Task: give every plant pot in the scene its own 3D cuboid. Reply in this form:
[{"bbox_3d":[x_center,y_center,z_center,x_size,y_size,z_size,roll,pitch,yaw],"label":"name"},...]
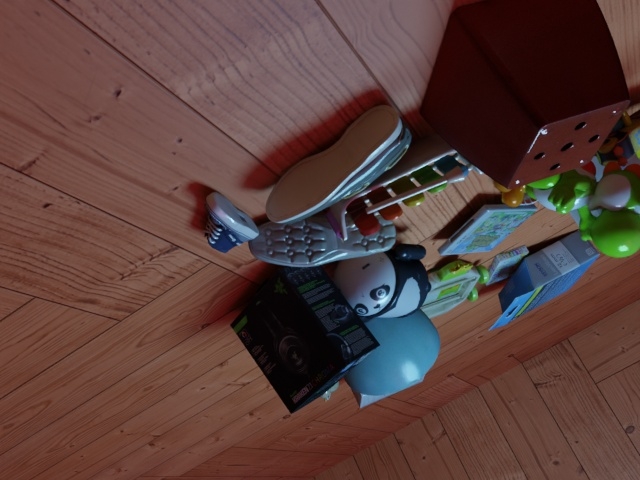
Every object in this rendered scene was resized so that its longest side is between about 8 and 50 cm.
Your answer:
[{"bbox_3d":[0.154,0.242,2.015,0.290,0.290,0.195,-27,121,2],"label":"plant pot"},{"bbox_3d":[0.367,-0.249,1.293,0.267,0.235,0.267,-18,152,-17],"label":"plant pot"}]

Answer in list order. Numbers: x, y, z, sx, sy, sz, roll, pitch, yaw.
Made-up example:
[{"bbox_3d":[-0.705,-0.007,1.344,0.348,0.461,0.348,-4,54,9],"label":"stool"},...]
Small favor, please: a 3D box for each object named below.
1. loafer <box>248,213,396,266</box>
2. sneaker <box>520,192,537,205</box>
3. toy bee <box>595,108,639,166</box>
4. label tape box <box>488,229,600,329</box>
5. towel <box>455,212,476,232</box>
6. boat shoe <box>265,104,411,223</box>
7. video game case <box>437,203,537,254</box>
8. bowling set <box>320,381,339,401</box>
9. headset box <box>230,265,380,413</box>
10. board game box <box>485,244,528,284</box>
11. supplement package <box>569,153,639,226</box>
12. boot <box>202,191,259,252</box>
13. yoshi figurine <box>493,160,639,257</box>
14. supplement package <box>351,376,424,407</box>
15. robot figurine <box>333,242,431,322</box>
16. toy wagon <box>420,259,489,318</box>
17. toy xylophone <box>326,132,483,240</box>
[{"bbox_3d":[0.000,0.000,1.566,0.320,0.112,0.111,-2,176,-19],"label":"loafer"},{"bbox_3d":[0.526,-0.109,1.894,0.158,0.061,0.065,-13,158,-23],"label":"sneaker"},{"bbox_3d":[0.689,-0.213,1.697,0.195,0.162,0.298,39,102,-15],"label":"toy bee"},{"bbox_3d":[0.678,0.130,2.364,0.348,0.115,0.249,-22,155,-21],"label":"label tape box"},{"bbox_3d":[0.416,-0.036,1.963,0.110,0.027,0.148,-3,146,-40],"label":"towel"},{"bbox_3d":[0.035,-0.122,1.374,0.305,0.109,0.091,-37,147,14],"label":"boat shoe"},{"bbox_3d":[0.433,-0.028,1.933,0.212,0.023,0.193,-3,147,-41],"label":"video game case"},{"bbox_3d":[-0.053,0.265,1.913,0.200,0.287,0.154,-3,177,14],"label":"bowling set"},{"bbox_3d":[-0.047,0.211,1.736,0.131,0.283,0.246,-20,159,-49],"label":"headset box"},{"bbox_3d":[0.572,0.078,2.312,0.103,0.026,0.154,-18,153,-15],"label":"board game box"},{"bbox_3d":[0.777,-0.146,1.914,0.293,0.175,0.177,-7,147,-34],"label":"supplement package"},{"bbox_3d":[-0.187,-0.024,1.397,0.086,0.069,0.190,-33,155,7],"label":"boot"},{"bbox_3d":[0.565,-0.071,1.641,0.203,0.362,0.203,-42,139,-42],"label":"yoshi figurine"},{"bbox_3d":[0.221,0.451,2.557,0.244,0.139,0.134,-20,152,-11],"label":"supplement package"},{"bbox_3d":[0.156,0.105,1.821,0.174,0.209,0.278,6,177,39],"label":"robot figurine"},{"bbox_3d":[0.362,0.139,2.194,0.267,0.068,0.344,-17,152,-17],"label":"toy wagon"},{"bbox_3d":[0.156,-0.102,1.429,0.323,0.236,0.081,-22,116,6],"label":"toy xylophone"}]
